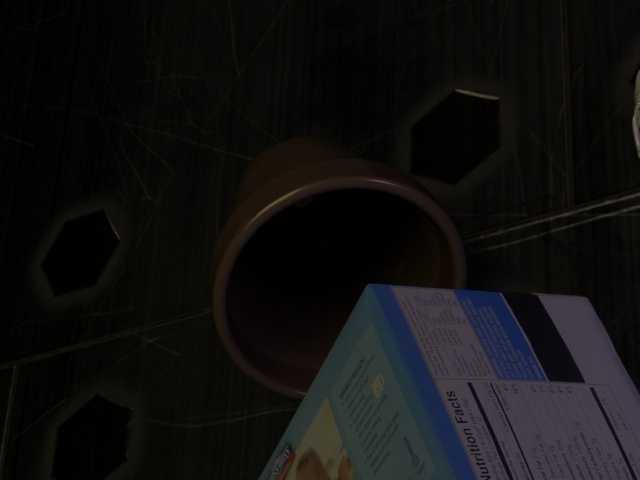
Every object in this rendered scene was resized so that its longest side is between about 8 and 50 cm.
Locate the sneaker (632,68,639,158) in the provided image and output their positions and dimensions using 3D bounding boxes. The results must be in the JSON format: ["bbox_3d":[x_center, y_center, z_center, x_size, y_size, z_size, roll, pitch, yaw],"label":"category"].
[{"bbox_3d":[0.342,-0.126,1.713,0.053,0.061,0.152,-21,50,27],"label":"sneaker"}]

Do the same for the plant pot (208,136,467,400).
[{"bbox_3d":[0.000,0.000,1.782,0.263,0.263,0.229,-39,30,10],"label":"plant pot"}]

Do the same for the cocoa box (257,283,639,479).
[{"bbox_3d":[0.101,0.236,1.442,0.347,0.228,0.231,-62,36,36],"label":"cocoa box"}]
